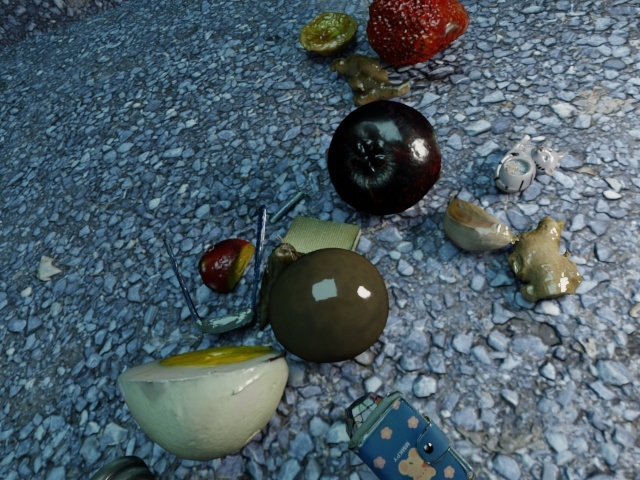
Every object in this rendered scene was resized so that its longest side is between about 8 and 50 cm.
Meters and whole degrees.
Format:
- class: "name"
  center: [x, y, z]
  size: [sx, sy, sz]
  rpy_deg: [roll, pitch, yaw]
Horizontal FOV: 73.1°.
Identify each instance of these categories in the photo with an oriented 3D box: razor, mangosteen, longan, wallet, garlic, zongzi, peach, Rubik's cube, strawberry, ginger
- class: "razor"
  center: [-0.097, -0.099, 1.269]
  size: [0.135, 0.040, 0.068]
  rpy_deg: [-45, 54, -7]
- class: "mangosteen"
  center: [0.164, -0.210, 1.124]
  size: [0.299, 0.300, 0.301]
  rpy_deg: [-9, 54, 12]
- class: "longan"
  center: [0.018, 0.135, 0.928]
  size: [0.257, 0.258, 0.258]
  rpy_deg: [-9, 54, 12]
- class: "wallet"
  center: [0.162, 0.380, 0.760]
  size: [0.141, 0.059, 0.202]
  rpy_deg: [-43, 89, -17]
- class: "garlic"
  center: [0.358, -0.029, 1.025]
  size: [0.101, 0.087, 0.195]
  rpy_deg: [-41, 40, -7]
- class: "zongzi"
  center: [-0.109, 0.108, 1.033]
  size: [0.084, 0.187, 0.184]
  rpy_deg: [20, 63, 3]
- class: "peach"
  center: [-0.255, 0.056, 1.169]
  size: [0.172, 0.092, 0.127]
  rpy_deg: [-42, 51, -11]
- class: "Rubik's cube"
  center: [0.100, 0.353, 0.842]
  size: [0.111, 0.111, 0.093]
  rpy_deg: [-2, 28, 17]
- class: "strawberry"
  center: [0.329, -0.710, 1.403]
  size: [0.311, 0.267, 0.351]
  rpy_deg: [-24, 34, -6]
- class: "ginger"
  center: [0.488, 0.035, 0.957]
  size: [0.137, 0.074, 0.214]
  rpy_deg: [-3, 59, 10]
- class: "ginger"
  center: [0.155, -0.551, 1.482]
  size: [0.166, 0.080, 0.333]
  rpy_deg: [-40, 59, 7]

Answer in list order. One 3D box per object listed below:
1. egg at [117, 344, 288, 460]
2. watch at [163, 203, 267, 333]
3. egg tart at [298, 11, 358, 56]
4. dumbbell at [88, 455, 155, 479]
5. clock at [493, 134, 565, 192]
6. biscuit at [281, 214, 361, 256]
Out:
- class: "egg"
  center: [-0.221, 0.328, 0.862]
  size: [0.336, 0.337, 0.201]
  rpy_deg: [-10, 83, 11]
- class: "watch"
  center: [-0.221, 0.079, 1.085]
  size: [0.276, 0.068, 0.275]
  rpy_deg: [-20, 83, -8]
- class: "egg tart"
  center: [0.034, -0.785, 1.667]
  size: [0.240, 0.106, 0.241]
  rpy_deg: [-7, 56, 10]
- class: "dumbbell"
  center: [-0.282, 0.536, 0.782]
  size: [0.405, 0.179, 0.179]
  rpy_deg: [12, 60, 25]
- class: "clock"
  center: [0.526, -0.183, 1.095]
  size: [0.117, 0.080, 0.176]
  rpy_deg: [33, 69, 33]
- class: "biscuit"
  center: [0.000, 0.000, 1.160]
  size: [0.199, 0.041, 0.121]
  rpy_deg: [11, 58, 23]
